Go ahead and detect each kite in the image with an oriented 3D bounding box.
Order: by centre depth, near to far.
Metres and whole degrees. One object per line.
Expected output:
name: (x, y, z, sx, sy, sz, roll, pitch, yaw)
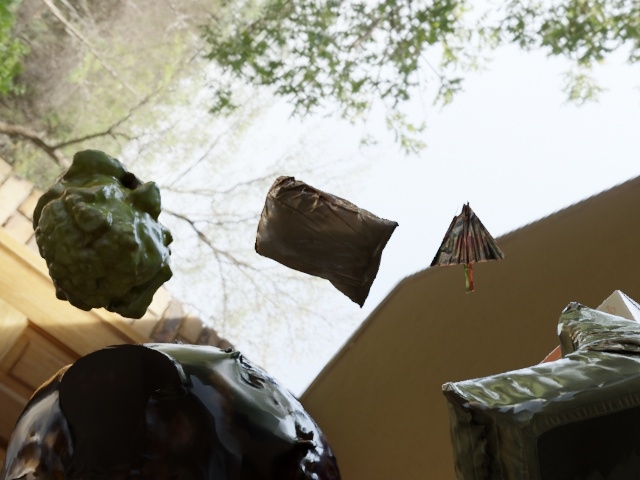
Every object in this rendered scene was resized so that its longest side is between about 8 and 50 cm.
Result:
kite: (0.284, 0.013, 1.374, 0.241, 0.014, 0.183, -21, -111, 61)

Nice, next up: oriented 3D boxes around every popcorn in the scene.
popcorn: (-0.327, -0.001, 1.064, 0.195, 0.255, 0.256, -12, 172, 11)

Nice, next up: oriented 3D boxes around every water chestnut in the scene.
water chestnut: (-0.117, 0.258, 0.666, 0.335, 0.347, 0.335, -12, -114, 27)

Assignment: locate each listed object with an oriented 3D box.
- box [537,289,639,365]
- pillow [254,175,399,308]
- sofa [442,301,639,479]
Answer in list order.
box: (0.564, 0.303, 1.421, 0.341, 0.143, 0.225, -51, -168, 23)
pillow: (0.000, 0.000, 1.153, 0.270, 0.067, 0.173, 27, -63, 33)
sofa: (0.204, 0.182, 0.609, 0.225, 0.210, 0.176, -14, -169, -15)
